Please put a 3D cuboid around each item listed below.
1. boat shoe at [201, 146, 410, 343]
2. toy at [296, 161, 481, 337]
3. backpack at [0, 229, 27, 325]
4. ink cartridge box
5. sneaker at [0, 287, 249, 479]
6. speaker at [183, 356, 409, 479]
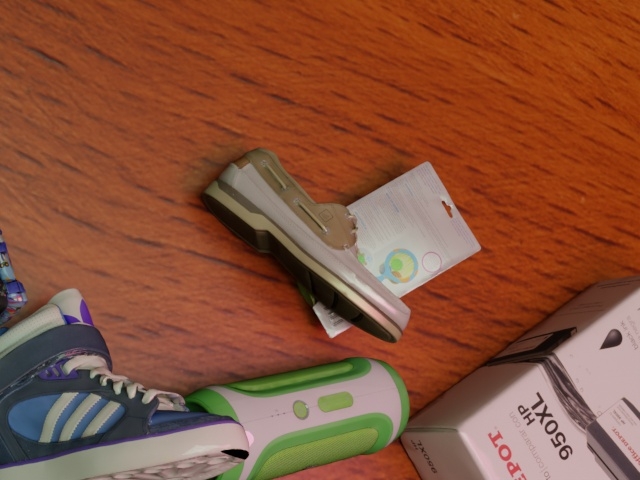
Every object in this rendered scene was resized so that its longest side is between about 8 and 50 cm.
[{"bbox_3d":[0.000,0.000,1.575,0.302,0.113,0.103,39,73,6],"label":"boat shoe"},{"bbox_3d":[0.073,0.013,1.674,0.237,0.056,0.137,-29,86,-19],"label":"toy"},{"bbox_3d":[-0.413,0.021,1.404,0.117,0.158,0.173,-20,79,-34],"label":"backpack"},{"bbox_3d":[0.346,0.264,1.703,0.395,0.166,0.285,-32,96,-25],"label":"ink cartridge box"},{"bbox_3d":[-0.238,0.151,1.396,0.130,0.322,0.236,39,41,-61],"label":"sneaker"},{"bbox_3d":[-0.033,0.214,1.521,0.296,0.131,0.131,-6,84,-43],"label":"speaker"}]
